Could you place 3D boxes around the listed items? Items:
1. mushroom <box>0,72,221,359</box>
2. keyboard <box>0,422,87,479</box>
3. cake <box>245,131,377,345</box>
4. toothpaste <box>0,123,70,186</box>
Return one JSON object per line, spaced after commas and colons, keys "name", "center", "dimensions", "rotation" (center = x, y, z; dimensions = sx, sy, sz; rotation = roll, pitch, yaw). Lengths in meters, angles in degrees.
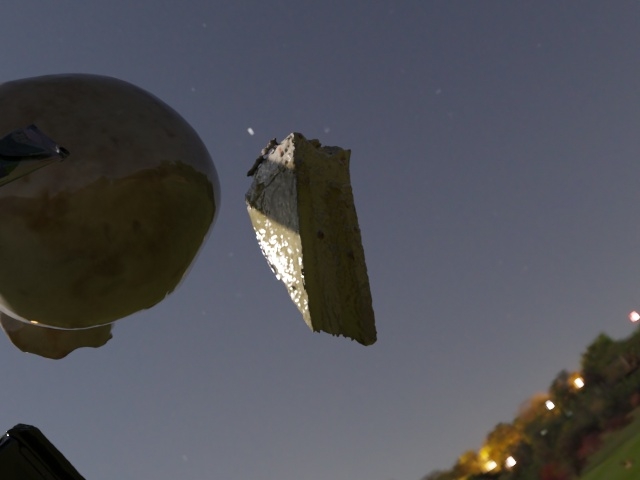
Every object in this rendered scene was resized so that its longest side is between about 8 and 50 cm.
{"name": "mushroom", "center": [-0.258, -0.021, 0.907], "dimensions": [0.297, 0.297, 0.290], "rotation": [-18, -33, -37]}
{"name": "keyboard", "center": [-0.096, 0.197, 0.404], "dimensions": [0.094, 0.230, 0.025], "rotation": [-42, 4, -16]}
{"name": "cake", "center": [0.000, 0.000, 0.481], "dimensions": [0.052, 0.121, 0.065], "rotation": [11, -50, -37]}
{"name": "toothpaste", "center": [-0.255, -0.037, 0.603], "dimensions": [0.170, 0.045, 0.028], "rotation": [-36, -31, -39]}
